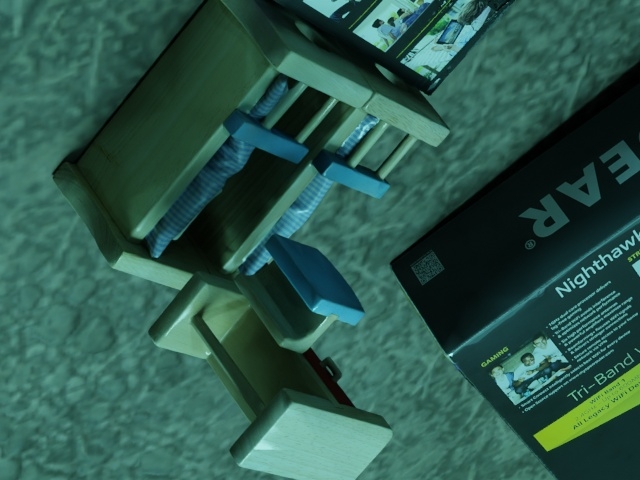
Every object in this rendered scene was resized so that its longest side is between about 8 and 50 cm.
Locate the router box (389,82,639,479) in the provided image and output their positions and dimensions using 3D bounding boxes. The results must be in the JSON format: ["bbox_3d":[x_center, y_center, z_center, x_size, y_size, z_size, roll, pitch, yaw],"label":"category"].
[{"bbox_3d":[0.227,0.009,1.136,0.309,0.081,0.243,-36,137,5],"label":"router box"}]

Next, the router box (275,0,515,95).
[{"bbox_3d":[0.062,-0.161,0.877,0.179,0.046,0.133,-47,143,14],"label":"router box"}]

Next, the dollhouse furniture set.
[{"bbox_3d":[0.000,0.000,0.886,0.129,0.184,0.129,-49,143,16],"label":"dollhouse furniture set"}]
